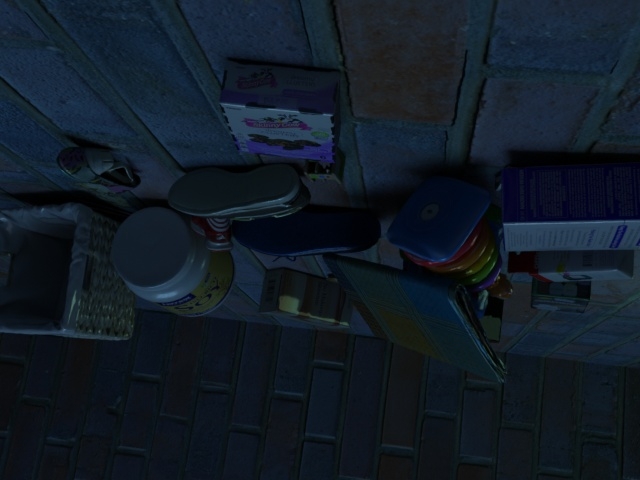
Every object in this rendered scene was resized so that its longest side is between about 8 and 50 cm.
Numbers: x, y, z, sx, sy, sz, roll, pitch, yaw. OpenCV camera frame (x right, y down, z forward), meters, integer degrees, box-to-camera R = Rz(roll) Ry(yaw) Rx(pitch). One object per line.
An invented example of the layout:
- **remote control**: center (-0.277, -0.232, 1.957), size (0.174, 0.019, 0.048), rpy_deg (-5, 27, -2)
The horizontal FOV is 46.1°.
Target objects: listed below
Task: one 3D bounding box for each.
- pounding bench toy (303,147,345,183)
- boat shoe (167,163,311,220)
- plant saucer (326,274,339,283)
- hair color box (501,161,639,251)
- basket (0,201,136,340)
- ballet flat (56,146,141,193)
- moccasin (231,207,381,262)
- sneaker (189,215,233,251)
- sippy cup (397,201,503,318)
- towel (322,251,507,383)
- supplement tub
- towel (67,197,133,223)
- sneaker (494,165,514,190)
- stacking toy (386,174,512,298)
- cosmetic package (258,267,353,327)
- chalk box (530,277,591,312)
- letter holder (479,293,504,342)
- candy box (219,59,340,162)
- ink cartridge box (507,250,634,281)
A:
- **pounding bench toy**: center (0.000, -0.140, 1.345), size (0.065, 0.052, 0.083), rpy_deg (4, 165, 18)
- **boat shoe**: center (-0.167, -0.089, 1.527), size (0.305, 0.109, 0.091), rpy_deg (-3, 158, 25)
- **plant saucer**: center (0.060, 0.126, 2.455), size (0.083, 0.015, 0.083), rpy_deg (8, 167, 2)
- **hair color box**: center (0.479, -0.053, 1.264), size (0.339, 0.110, 0.185), rpy_deg (0, 165, 15)
- **basket**: center (-0.673, 0.092, 1.980), size (0.331, 0.328, 0.266), rpy_deg (-1, 168, 29)
- **ballet flat**: center (-0.443, -0.149, 1.544), size (0.079, 0.076, 0.221), rpy_deg (-16, 164, 16)
- **moccasin**: center (-0.032, -0.005, 1.738), size (0.342, 0.137, 0.117), rpy_deg (7, 171, 9)
- **sneaker**: center (-0.247, -0.070, 1.745), size (0.087, 0.128, 0.221), rpy_deg (-5, -156, -26)
- **sippy cup**: center (0.272, 0.048, 1.595), size (0.306, 0.224, 0.240), rpy_deg (12, 166, -18)
- **towel**: center (0.185, 0.144, 1.521), size (0.370, 0.040, 0.271), rpy_deg (14, 144, 50)
- **supplement tub**: center (-0.375, 0.057, 1.954), size (0.241, 0.241, 0.331), rpy_deg (5, 166, 12)
- **towel**: center (-0.623, -0.058, 2.074), size (0.199, 0.031, 0.275), rpy_deg (16, 164, -33)
- **sneaker**: center (0.334, -0.106, 1.335), size (0.035, 0.031, 0.083), rpy_deg (9, 166, -5)
- **stacking toy**: center (0.279, 0.030, 1.418), size (0.302, 0.165, 0.175), rpy_deg (43, 169, -37)
- **cosmetic package**: center (-0.043, 0.199, 2.532), size (0.296, 0.153, 0.129), rpy_deg (15, 165, -32)
- **chalk box**: center (0.565, 0.083, 1.766), size (0.132, 0.132, 0.213), rpy_deg (5, 165, 15)
- **letter holder**: center (0.396, 0.228, 2.409), size (0.302, 0.152, 0.214), rpy_deg (14, 167, -24)
- **candy box**: center (-0.055, -0.190, 1.136), size (0.165, 0.070, 0.196), rpy_deg (7, 167, 4)
- **ink cartridge box**: center (0.495, 0.009, 1.498), size (0.231, 0.134, 0.078), rpy_deg (-5, 162, 44)
